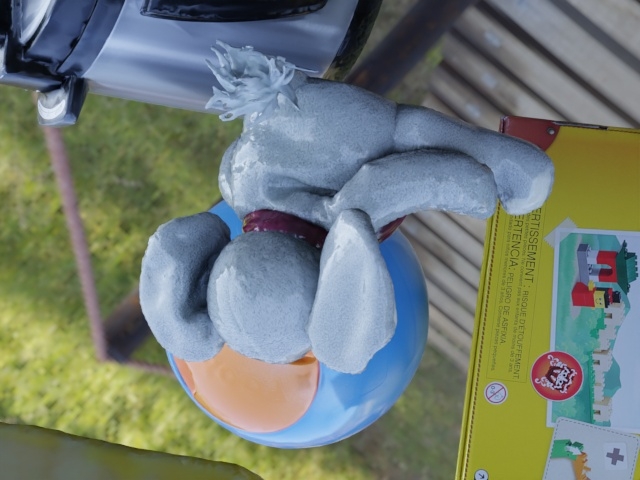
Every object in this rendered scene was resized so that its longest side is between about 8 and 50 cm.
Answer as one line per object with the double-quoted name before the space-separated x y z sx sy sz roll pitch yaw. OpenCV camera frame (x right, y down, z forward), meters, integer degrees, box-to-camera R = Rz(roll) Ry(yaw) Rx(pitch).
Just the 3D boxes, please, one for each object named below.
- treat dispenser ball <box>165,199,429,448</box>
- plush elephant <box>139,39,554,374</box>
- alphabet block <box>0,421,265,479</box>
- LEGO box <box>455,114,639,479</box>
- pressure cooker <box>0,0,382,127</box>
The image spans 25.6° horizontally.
"treat dispenser ball" -0.026 0.078 1.514 0.288 0.288 0.288 35 158 16
"plush elephant" 0.000 0.000 1.195 0.272 0.255 0.330 12 176 40
"alphabet block" -0.129 0.176 0.412 0.194 0.197 0.192 12 144 -4
"LEGO box" 0.337 0.148 1.422 0.373 0.500 0.193 7 161 8
"pressure cooker" -0.181 -0.317 1.441 0.375 0.420 0.369 -56 39 37
